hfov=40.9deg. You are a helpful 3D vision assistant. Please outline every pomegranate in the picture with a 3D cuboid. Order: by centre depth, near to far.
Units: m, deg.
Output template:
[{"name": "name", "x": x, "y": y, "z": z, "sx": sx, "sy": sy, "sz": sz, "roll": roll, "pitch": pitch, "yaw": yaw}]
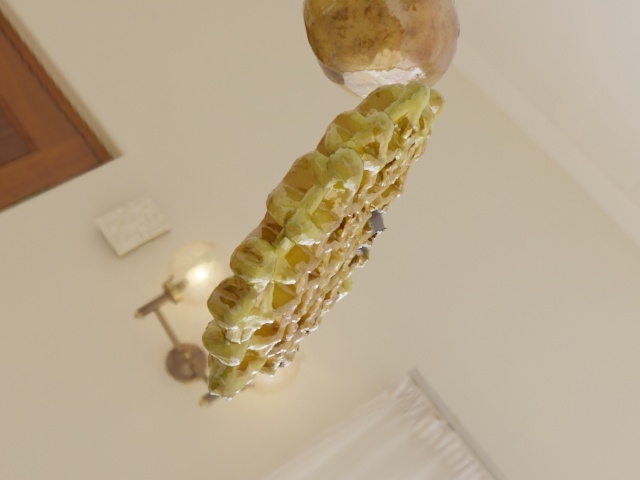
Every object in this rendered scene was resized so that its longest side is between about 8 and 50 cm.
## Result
[{"name": "pomegranate", "x": 0.103, "y": -0.375, "z": 1.469, "sx": 0.281, "sy": 0.281, "sz": 0.281, "roll": 43, "pitch": -30, "yaw": 32}]

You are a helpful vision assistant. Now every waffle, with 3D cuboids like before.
[{"name": "waffle", "x": -0.001, "y": -0.001, "z": 0.724, "sx": 0.065, "sy": 0.309, "sz": 0.283, "roll": 37, "pitch": -10, "yaw": 13}]
